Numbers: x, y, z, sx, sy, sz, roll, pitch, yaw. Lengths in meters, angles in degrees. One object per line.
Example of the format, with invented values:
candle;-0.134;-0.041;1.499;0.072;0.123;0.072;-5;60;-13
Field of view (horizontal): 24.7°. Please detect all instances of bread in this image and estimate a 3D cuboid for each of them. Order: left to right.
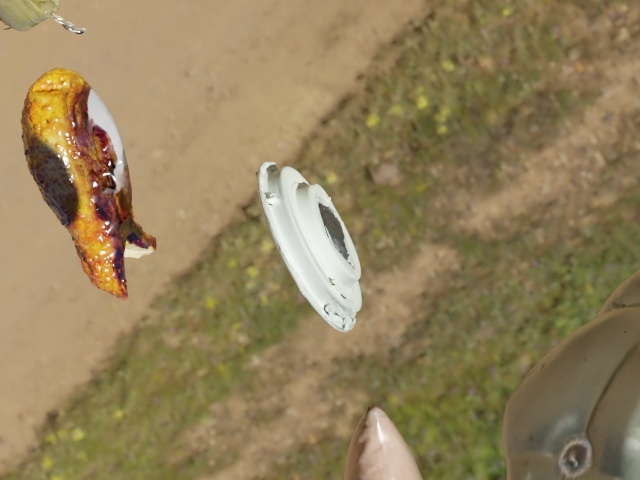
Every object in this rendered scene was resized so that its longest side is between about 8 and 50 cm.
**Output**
bread;-0.268;-0.063;1.661;0.095;0.268;0.139;-3;-151;23

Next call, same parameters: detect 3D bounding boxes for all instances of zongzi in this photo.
zongzi;-0.274;-0.235;1.244;0.081;0.189;0.178;-25;-161;1

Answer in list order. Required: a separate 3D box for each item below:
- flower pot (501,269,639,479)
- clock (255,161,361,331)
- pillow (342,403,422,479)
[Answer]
flower pot;0.206;0.117;0.668;0.195;0.246;0.246;-24;160;20
clock;0.000;0.000;1.814;0.053;0.236;0.236;-27;159;16
pillow;0.065;0.279;1.341;0.084;0.236;0.223;-11;161;1
